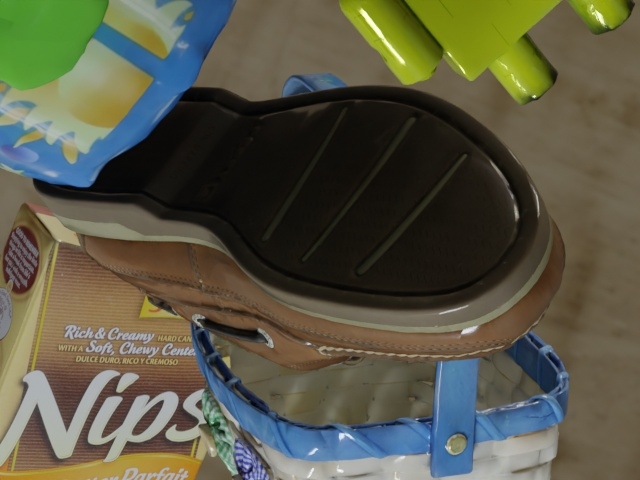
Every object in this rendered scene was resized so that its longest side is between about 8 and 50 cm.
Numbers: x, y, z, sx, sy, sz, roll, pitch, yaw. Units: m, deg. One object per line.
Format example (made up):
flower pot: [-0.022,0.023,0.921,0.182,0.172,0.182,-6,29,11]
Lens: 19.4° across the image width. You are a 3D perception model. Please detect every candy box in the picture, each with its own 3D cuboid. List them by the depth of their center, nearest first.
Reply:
candy box: [-0.184,0.146,1.392,0.087,0.183,0.316,42,-68,55]

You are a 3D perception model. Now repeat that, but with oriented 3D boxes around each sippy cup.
sippy cup: [-0.155,-0.143,0.784,0.240,0.224,0.305,-36,-147,39]

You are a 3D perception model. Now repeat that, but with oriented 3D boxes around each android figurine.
android figurine: [0.122,-0.240,1.431,0.248,0.273,0.056,-40,-155,-1]

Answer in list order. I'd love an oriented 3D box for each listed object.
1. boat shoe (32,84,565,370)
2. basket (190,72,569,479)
boat shoe: [0.000,0.000,0.829,0.111,0.104,0.307,-48,-143,-19]
basket: [0.032,0.062,1.102,0.255,0.201,0.289,-142,-128,-65]
